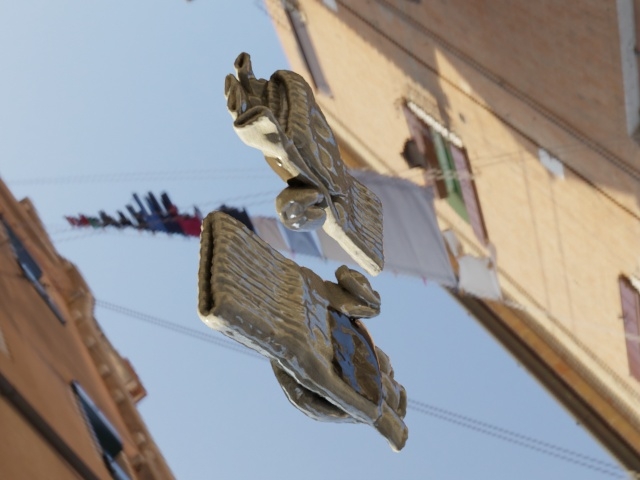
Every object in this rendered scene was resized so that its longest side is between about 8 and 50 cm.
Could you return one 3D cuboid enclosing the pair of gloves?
[{"bbox_3d":[0.000,0.000,0.617,0.042,0.204,0.240,-20,-136,23],"label":"pair of gloves"}]
